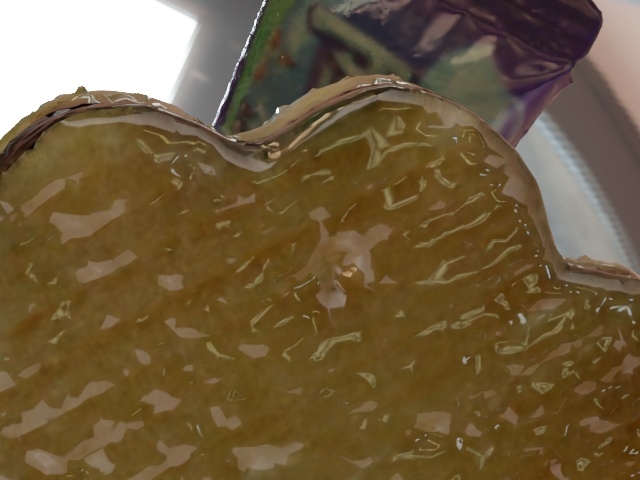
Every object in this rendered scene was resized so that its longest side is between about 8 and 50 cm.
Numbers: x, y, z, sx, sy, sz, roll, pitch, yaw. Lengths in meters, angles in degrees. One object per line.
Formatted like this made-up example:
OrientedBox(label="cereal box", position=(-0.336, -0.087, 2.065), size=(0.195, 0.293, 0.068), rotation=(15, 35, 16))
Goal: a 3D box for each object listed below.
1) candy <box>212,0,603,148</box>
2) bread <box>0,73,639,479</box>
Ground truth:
OrientedBox(label="candy", position=(0.000, 0.000, 0.762), size=(0.145, 0.070, 0.275), rotation=(30, -77, 24))
OrientedBox(label="bread", position=(-0.030, 0.056, 0.512), size=(0.286, 0.207, 0.056), rotation=(-24, -171, -14))
